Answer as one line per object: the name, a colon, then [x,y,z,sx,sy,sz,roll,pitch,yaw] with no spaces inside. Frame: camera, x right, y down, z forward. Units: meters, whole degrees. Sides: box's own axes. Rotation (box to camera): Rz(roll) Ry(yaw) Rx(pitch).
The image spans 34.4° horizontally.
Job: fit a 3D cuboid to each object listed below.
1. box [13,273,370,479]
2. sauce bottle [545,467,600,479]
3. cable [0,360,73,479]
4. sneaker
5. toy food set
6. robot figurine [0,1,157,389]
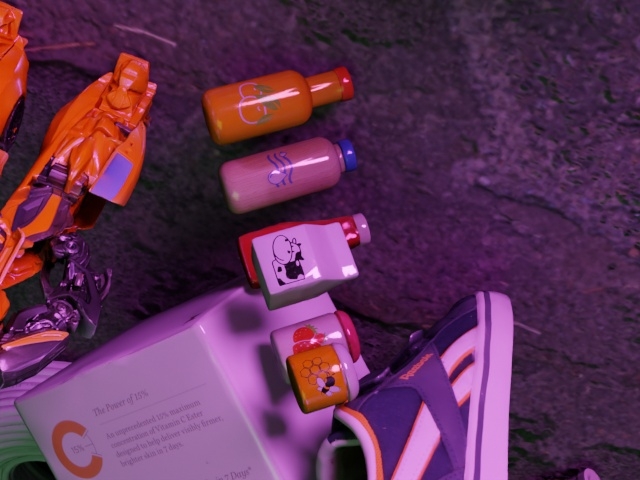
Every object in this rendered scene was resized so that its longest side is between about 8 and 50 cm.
box: [-0.050,0.216,0.843,0.215,0.168,0.345,-24,96,33]
sauce bottle: [0.208,0.251,0.981,0.042,0.042,0.128,36,127,-17]
cable: [-0.258,0.231,1.038,0.257,0.089,0.257,21,127,-5]
sneaker: [0.069,0.132,0.731,0.127,0.321,0.126,7,119,8]
toy food set: [0.000,0.000,0.721,0.104,0.232,0.111,-17,161,-10]
robot figurine: [-0.220,-0.038,0.673,0.211,0.291,0.085,21,131,-5]
